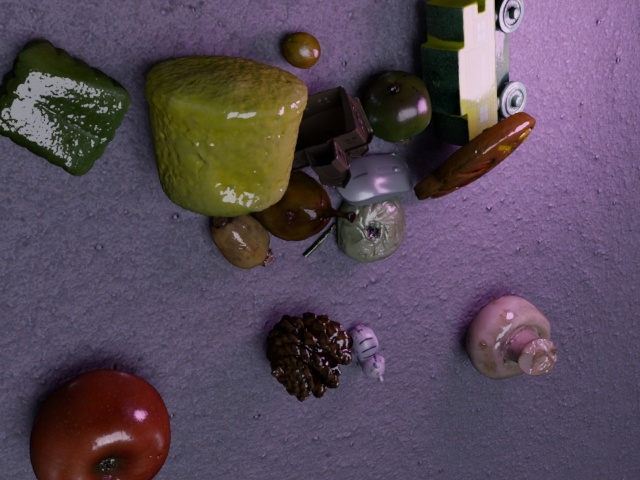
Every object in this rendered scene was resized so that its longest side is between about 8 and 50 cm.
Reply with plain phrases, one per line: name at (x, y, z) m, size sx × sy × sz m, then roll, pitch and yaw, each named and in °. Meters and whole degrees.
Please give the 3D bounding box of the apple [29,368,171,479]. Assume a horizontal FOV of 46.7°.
apple at (-0.539, 0.490, 1.828) m, size 0.348 × 0.277 × 0.349 m, roll -13°, pitch 119°, yaw -24°

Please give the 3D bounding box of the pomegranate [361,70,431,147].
pomegranate at (0.198, -0.327, 1.913) m, size 0.187 × 0.187 × 0.225 m, roll -37°, pitch 150°, yaw -8°

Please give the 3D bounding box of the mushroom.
mushroom at (0.632, 0.338, 2.392) m, size 0.297 × 0.290 × 0.298 m, roll -12°, pitch 118°, yaw -23°

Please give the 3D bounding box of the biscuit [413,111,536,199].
biscuit at (0.408, -0.203, 1.980) m, size 0.350 × 0.394 × 0.070 m, roll -33°, pitch 83°, yaw -2°

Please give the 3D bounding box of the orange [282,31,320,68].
orange at (-0.046, -0.452, 1.759) m, size 0.095 × 0.085 × 0.085 m, roll 16°, pitch 105°, yaw -36°

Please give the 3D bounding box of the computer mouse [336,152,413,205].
computer mouse at (0.144, -0.167, 1.974) m, size 0.231 × 0.128 × 0.079 m, roll -20°, pitch 162°, yaw -22°

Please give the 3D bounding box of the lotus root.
lotus root at (-0.190, 0.006, 1.886) m, size 0.125 × 0.118 × 0.221 m, roll -36°, pitch 124°, yaw 12°

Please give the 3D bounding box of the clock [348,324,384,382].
clock at (0.144, 0.339, 2.230) m, size 0.080 × 0.117 × 0.176 m, roll -27°, pitch 123°, yaw -15°

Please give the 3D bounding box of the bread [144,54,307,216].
bread at (-0.203, -0.236, 1.623) m, size 0.348 × 0.348 × 0.308 m, roll -12°, pitch 122°, yaw -24°

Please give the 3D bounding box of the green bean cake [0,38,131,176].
green bean cake at (-0.548, -0.279, 1.544) m, size 0.248 × 0.125 × 0.222 m, roll 31°, pitch 95°, yaw -38°

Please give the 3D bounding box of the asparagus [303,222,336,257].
asparagus at (0.000, 0.000, 2.046) m, size 0.127 × 0.018 × 0.015 m, roll -45°, pitch 152°, yaw -2°

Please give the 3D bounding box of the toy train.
toy train at (0.392, -0.455, 1.917) m, size 0.272 × 0.179 × 0.442 m, roll -28°, pitch 125°, yaw -29°

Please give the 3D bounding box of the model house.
model house at (0.028, -0.227, 1.838) m, size 0.211 × 0.204 × 0.243 m, roll -17°, pitch 161°, yaw 15°

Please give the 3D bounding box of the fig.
fig at (-0.042, -0.059, 1.827) m, size 0.190 × 0.290 × 0.191 m, roll -21°, pitch 132°, yaw -25°

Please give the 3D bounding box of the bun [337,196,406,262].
bun at (0.149, -0.034, 2.054) m, size 0.221 × 0.108 × 0.221 m, roll -13°, pitch 119°, yaw -24°

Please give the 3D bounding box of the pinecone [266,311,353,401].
pinecone at (-0.036, 0.310, 2.059) m, size 0.257 × 0.243 × 0.243 m, roll -48°, pitch 144°, yaw -58°
